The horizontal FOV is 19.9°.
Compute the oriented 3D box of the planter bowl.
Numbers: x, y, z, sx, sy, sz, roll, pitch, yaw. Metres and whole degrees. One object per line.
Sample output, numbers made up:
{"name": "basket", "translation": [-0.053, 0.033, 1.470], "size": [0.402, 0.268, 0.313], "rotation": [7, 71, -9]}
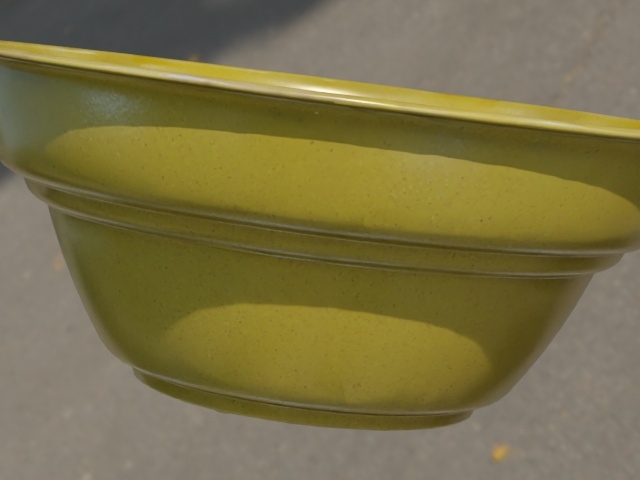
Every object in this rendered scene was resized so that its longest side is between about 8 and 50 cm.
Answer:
{"name": "planter bowl", "translation": [0.000, 0.000, 0.513], "size": [0.217, 0.217, 0.090], "rotation": [-161, 77, -65]}
